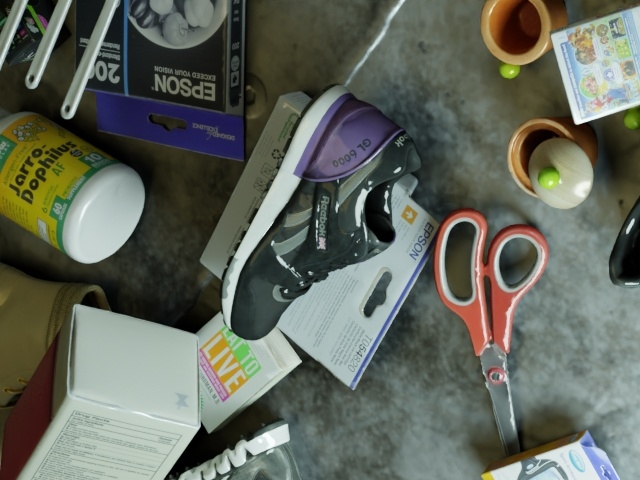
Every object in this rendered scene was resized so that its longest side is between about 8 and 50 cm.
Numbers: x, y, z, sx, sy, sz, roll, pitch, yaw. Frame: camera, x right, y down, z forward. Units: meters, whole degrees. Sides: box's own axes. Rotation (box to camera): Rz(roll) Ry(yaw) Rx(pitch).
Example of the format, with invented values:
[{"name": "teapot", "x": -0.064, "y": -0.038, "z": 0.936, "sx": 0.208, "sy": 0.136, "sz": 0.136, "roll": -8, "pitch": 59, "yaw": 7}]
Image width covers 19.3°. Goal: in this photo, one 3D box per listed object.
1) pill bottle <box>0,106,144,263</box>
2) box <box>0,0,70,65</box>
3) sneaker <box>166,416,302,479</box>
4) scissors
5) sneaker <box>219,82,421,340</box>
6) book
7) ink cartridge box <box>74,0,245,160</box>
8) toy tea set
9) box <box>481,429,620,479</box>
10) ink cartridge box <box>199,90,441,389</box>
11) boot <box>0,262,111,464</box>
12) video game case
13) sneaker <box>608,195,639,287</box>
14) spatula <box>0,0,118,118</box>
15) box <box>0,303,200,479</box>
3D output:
[{"name": "pill bottle", "x": -0.304, "y": -0.070, "z": 2.053, "sx": 0.208, "sy": 0.117, "sz": 0.118, "roll": 30, "pitch": 118, "yaw": 26}, {"name": "box", "x": -0.326, "y": -0.242, "z": 2.056, "sx": 0.052, "sy": 0.062, "sz": 0.083, "roll": -36, "pitch": 81, "yaw": 35}, {"name": "sneaker", "x": -0.104, "y": 0.283, "z": 2.033, "sx": 0.234, "sy": 0.078, "sz": 0.106, "roll": -33, "pitch": 81, "yaw": 35}, {"name": "scissors", "x": 0.158, "y": 0.111, "z": 1.817, "sx": 0.109, "sy": 0.021, "sz": 0.297, "roll": 4, "pitch": 110, "yaw": 5}, {"name": "sneaker", "x": 0.000, "y": 0.000, "z": 1.811, "sx": 0.124, "sy": 0.107, "sz": 0.283, "roll": 34, "pitch": 119, "yaw": 16}, {"name": "book", "x": -0.097, "y": 0.131, "z": 2.018, "sx": 0.144, "sy": 0.035, "sz": 0.096, "roll": -43, "pitch": 75, "yaw": 38}, {"name": "ink cartridge box", "x": -0.169, "y": -0.195, "z": 1.970, "sx": 0.206, "sy": 0.045, "sz": 0.208, "roll": 12, "pitch": 111, "yaw": 32}, {"name": "toy tea set", "x": 0.208, "y": -0.195, "z": 1.650, "sx": 0.200, "sy": 0.124, "sz": 0.336, "roll": -8, "pitch": 98, "yaw": 36}, {"name": "box", "x": 0.230, "y": 0.235, "z": 1.806, "sx": 0.136, "sy": 0.028, "sz": 0.081, "roll": -25, "pitch": 99, "yaw": 35}, {"name": "ink cartridge box", "x": 0.006, "y": 0.000, "z": 1.896, "sx": 0.224, "sy": 0.045, "sz": 0.223, "roll": 40, "pitch": 122, "yaw": 20}, {"name": "boot", "x": -0.325, "y": 0.160, "z": 2.150, "sx": 0.203, "sy": 0.095, "sz": 0.262, "roll": 10, "pitch": 104, "yaw": 32}, {"name": "video game case", "x": 0.265, "y": -0.157, "z": 1.606, "sx": 0.122, "sy": 0.011, "sz": 0.087, "roll": -17, "pitch": 114, "yaw": 4}, {"name": "sneaker", "x": 0.347, "y": -0.044, "z": 1.607, "sx": 0.101, "sy": 0.106, "sz": 0.267, "roll": 49, "pitch": 123, "yaw": 16}, {"name": "spatula", "x": -0.263, "y": -0.259, "z": 1.966, "sx": 0.168, "sy": 0.019, "sz": 0.242, "roll": 30, "pitch": 101, "yaw": 30}, {"name": "box", "x": -0.239, "y": 0.197, "z": 2.019, "sx": 0.232, "sy": 0.148, "sz": 0.127, "roll": -55, "pitch": 28, "yaw": 41}]
